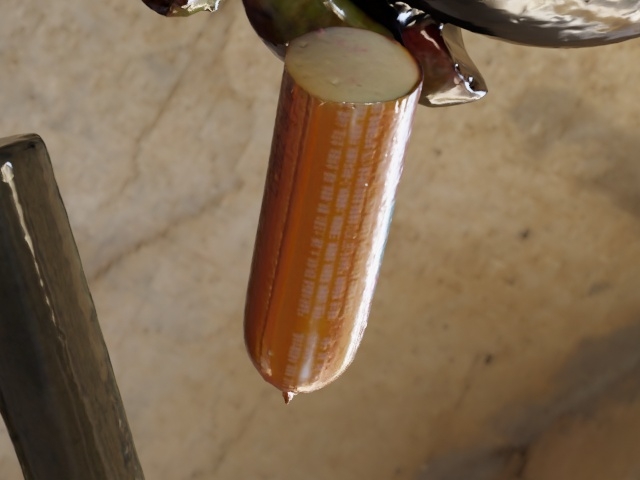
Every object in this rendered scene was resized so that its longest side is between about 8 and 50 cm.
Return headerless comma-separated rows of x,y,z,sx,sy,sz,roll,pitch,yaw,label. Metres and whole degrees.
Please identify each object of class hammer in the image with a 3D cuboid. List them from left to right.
-0.056,0.171,0.649,0.168,0.440,0.044,-11,15,16,hammer

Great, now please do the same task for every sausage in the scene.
0.000,0.000,0.923,0.071,0.071,0.234,27,-47,18,sausage

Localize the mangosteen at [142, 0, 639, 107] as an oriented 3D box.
0.096,-0.258,1.038,0.382,0.435,0.382,36,14,-10,mangosteen
